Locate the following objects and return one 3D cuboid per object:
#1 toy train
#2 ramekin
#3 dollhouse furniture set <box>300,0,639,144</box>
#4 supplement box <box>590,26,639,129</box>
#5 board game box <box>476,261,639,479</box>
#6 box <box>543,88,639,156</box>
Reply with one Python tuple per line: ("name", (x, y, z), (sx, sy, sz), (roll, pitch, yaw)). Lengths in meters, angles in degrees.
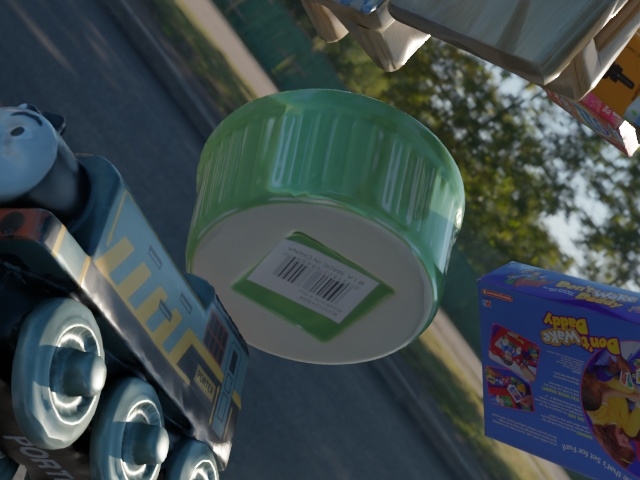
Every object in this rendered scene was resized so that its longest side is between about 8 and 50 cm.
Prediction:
("toy train", (-0.144, 0.070, 0.635), (0.334, 0.142, 0.190), (64, 30, -51))
("ramekin", (0.000, 0.000, 1.120), (0.303, 0.303, 0.148), (50, 35, -34))
("dollhouse furniture set", (0.197, -0.270, 0.589), (0.362, 0.394, 0.256), (34, -15, 38))
("supplement box", (0.235, -0.192, 0.886), (0.233, 0.080, 0.078), (49, -32, 26))
("board game box", (0.355, 0.178, 1.263), (0.347, 0.078, 0.233), (16, -61, 44))
("box", (0.369, -0.237, 1.140), (0.128, 0.257, 0.123), (42, 6, 25))
